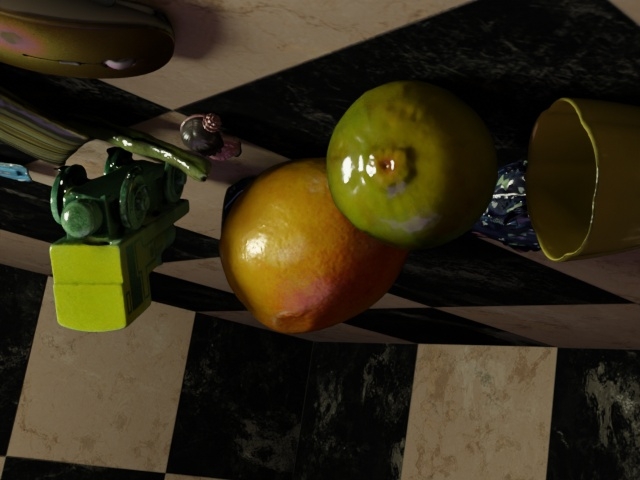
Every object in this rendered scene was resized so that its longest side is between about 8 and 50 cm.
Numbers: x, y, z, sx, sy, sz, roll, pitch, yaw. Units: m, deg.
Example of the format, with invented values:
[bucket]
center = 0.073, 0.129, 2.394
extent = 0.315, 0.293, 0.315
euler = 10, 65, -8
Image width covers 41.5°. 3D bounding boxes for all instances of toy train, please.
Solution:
[toy train]
center = -0.310, -0.022, 1.367
extent = 0.150, 0.237, 0.369
euler = 1, -165, 10

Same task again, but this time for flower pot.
[flower pot]
center = 0.361, -0.071, 1.000
extent = 0.179, 0.195, 0.195
euler = -1, 168, -8

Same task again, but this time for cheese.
[cheese]
center = -0.682, -0.151, 1.620
extent = 0.244, 0.052, 0.135
euler = 11, 170, -11

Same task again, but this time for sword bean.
[sword bean]
center = -0.278, -0.146, 1.280
extent = 0.269, 0.043, 0.038
euler = 21, 160, 19

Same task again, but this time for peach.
[peach]
center = -0.002, 0.003, 1.336
extent = 0.308, 0.289, 0.289
euler = 7, 169, 40

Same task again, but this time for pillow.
[pillow]
center = -0.469, -0.183, 1.292
extent = 0.208, 0.052, 0.212
euler = 27, 161, -21

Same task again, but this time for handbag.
[handbag]
center = 0.305, -0.046, 1.279
extent = 0.162, 0.113, 0.260
euler = 19, 166, -14

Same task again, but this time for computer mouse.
[computer mouse]
center = -0.321, -0.241, 0.953
extent = 0.310, 0.072, 0.158
euler = 11, 169, -11

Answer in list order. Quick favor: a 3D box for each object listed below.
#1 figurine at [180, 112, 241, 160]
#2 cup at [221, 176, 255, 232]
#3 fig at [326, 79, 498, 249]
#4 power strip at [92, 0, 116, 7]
[figurine]
center = -0.158, -0.150, 1.268
extent = 0.072, 0.054, 0.129
euler = -5, 165, 22
[cup]
center = -0.100, -0.044, 1.571
extent = 0.155, 0.131, 0.176
euler = 4, 142, 1
[fig]
center = 0.112, -0.085, 1.040
extent = 0.207, 0.207, 0.230
euler = 7, 171, 7
[power strip]
center = -0.257, -0.272, 0.859
extent = 0.111, 0.029, 0.038
euler = 15, 165, -25
